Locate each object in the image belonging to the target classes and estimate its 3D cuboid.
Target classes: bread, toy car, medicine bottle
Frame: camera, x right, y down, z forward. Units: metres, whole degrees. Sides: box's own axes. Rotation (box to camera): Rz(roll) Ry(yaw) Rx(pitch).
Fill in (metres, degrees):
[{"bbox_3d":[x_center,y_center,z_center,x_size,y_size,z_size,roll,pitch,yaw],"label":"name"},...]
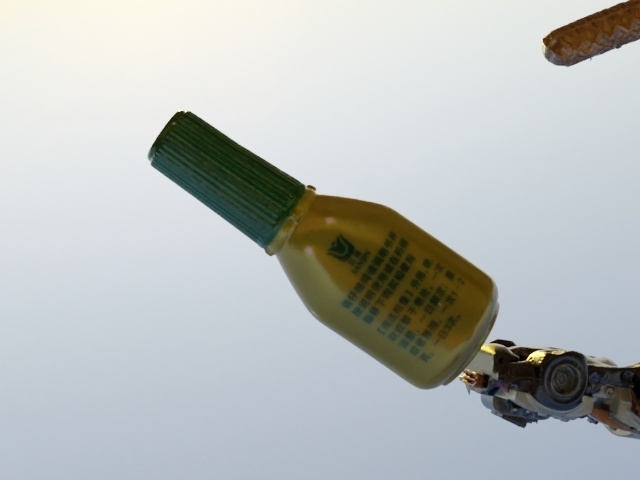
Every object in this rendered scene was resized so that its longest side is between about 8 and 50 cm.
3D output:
[{"bbox_3d":[0.325,-0.237,1.111,0.157,0.044,0.052,-21,-146,-1],"label":"bread"},{"bbox_3d":[0.333,0.199,1.328,0.301,0.117,0.193,8,179,-18],"label":"toy car"},{"bbox_3d":[0.000,0.000,0.678,0.261,0.095,0.064,34,177,-6],"label":"medicine bottle"}]
